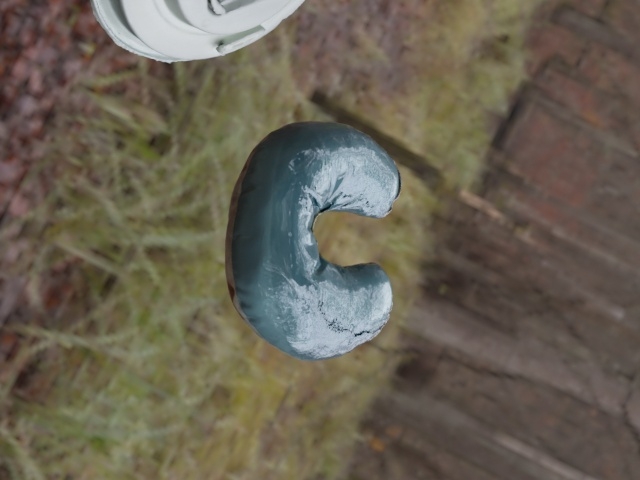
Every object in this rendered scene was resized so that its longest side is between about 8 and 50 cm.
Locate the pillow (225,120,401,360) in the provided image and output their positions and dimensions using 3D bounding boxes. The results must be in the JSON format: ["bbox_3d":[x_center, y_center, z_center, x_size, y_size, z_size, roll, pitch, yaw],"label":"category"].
[{"bbox_3d":[0.000,0.000,1.461,0.214,0.086,0.233,9,79,-40],"label":"pillow"}]

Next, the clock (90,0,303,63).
[{"bbox_3d":[-0.060,-0.220,1.114,0.236,0.053,0.236,-27,147,-20],"label":"clock"}]
